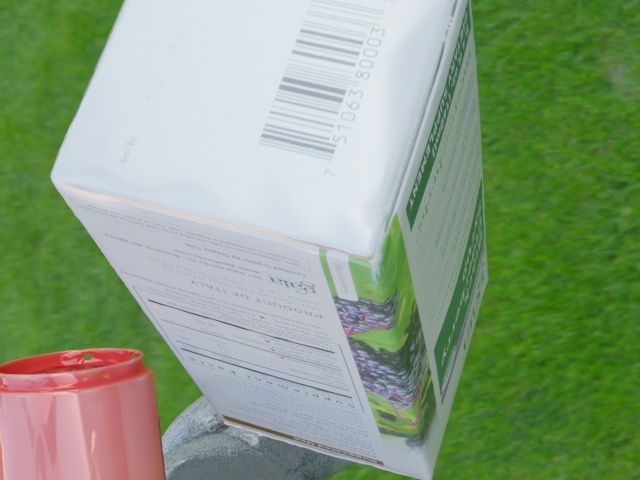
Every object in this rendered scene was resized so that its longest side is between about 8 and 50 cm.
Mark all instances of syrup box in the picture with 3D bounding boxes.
[{"bbox_3d":[0.000,0.000,0.479,0.096,0.237,0.093,14,70,15],"label":"syrup box"}]

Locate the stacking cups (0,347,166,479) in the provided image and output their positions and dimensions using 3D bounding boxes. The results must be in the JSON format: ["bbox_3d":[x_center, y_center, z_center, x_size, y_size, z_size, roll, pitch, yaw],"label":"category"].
[{"bbox_3d":[-0.075,0.201,0.547,0.096,0.096,0.316,4,99,46],"label":"stacking cups"}]

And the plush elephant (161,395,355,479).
[{"bbox_3d":[-0.074,0.253,1.030,0.255,0.330,0.272,120,141,-62],"label":"plush elephant"}]
